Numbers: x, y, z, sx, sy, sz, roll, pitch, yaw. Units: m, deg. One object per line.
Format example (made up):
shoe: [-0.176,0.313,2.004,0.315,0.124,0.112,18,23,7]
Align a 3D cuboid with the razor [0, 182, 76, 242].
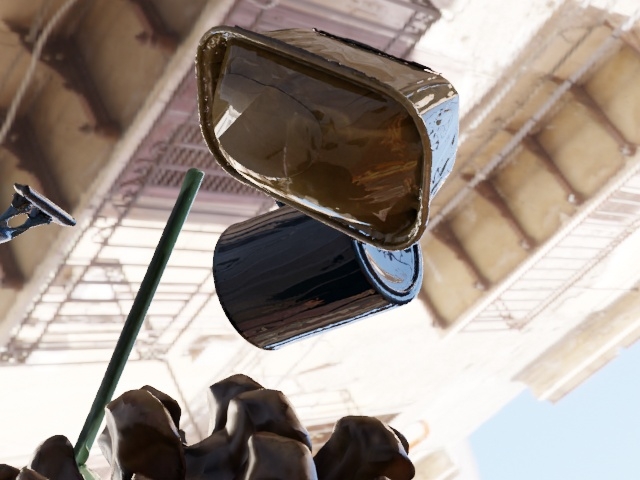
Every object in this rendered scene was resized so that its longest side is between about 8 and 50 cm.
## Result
razor: [-0.336,-0.010,0.800,0.253,0.082,0.042,-3,-108,10]

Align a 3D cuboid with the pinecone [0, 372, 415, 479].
pinecone: [-0.032,0.258,0.601,0.385,0.385,0.384,-4,-95,44]

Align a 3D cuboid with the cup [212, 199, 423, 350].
cup: [-0.005,0.003,0.801,0.138,0.113,0.150,-20,-94,32]

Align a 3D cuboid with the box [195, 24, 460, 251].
box: [0.000,-0.066,0.573,0.177,0.111,0.111,27,-74,33]

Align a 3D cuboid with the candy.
candy: [-0.202,0.131,0.956,0.119,0.119,0.439,16,-100,44]
